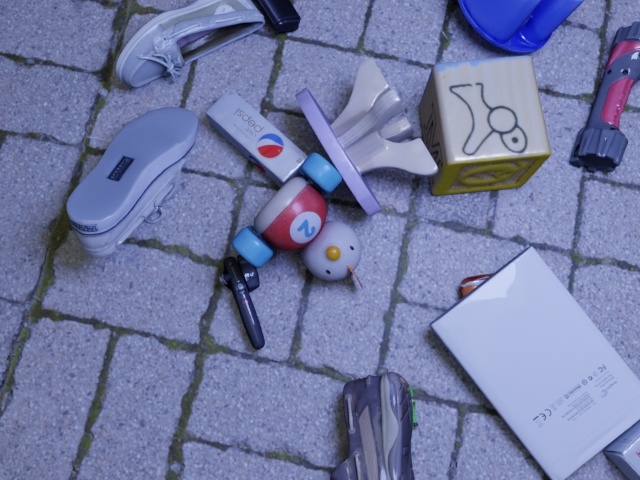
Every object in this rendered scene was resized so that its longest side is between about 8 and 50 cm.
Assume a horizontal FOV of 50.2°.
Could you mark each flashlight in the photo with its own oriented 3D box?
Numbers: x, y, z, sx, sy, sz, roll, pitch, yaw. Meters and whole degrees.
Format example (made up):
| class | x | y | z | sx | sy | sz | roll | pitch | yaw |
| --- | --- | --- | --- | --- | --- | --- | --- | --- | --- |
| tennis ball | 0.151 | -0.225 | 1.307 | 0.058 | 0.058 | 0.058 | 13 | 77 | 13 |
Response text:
| class | x | y | z | sx | sy | sz | roll | pitch | yaw |
| --- | --- | --- | --- | --- | --- | --- | --- | --- | --- |
| flashlight | 0.601 | -0.284 | 1.363 | 0.103 | 0.103 | 0.304 | 21 | 75 | 2 |

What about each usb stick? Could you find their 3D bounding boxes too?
| class | x | y | z | sx | sy | sz | roll | pitch | yaw |
| --- | --- | --- | --- | --- | --- | --- | --- | --- | --- |
| usb stick | -0.134 | -0.556 | 1.449 | 0.077 | 0.045 | 0.278 | -22 | 75 | -38 |

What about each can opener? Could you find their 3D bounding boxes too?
| class | x | y | z | sx | sy | sz | roll | pitch | yaw |
| --- | --- | --- | --- | --- | --- | --- | --- | --- | --- |
| can opener | -0.140 | 0.115 | 1.280 | 0.073 | 0.059 | 0.186 | -16 | 76 | -5 |

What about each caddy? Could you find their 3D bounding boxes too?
| class | x | y | z | sx | sy | sz | roll | pitch | yaw |
| --- | --- | --- | --- | --- | --- | --- | --- | --- | --- |
| caddy | 0.384 | -0.551 | 1.395 | 0.241 | 0.179 | 0.341 | -7 | 75 | -27 |

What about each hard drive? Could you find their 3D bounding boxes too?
| class | x | y | z | sx | sy | sz | roll | pitch | yaw |
| --- | --- | --- | --- | --- | --- | --- | --- | --- | --- |
| hard drive | 0.397 | 0.220 | 1.229 | 0.233 | 0.047 | 0.353 | -38 | 87 | -2 |

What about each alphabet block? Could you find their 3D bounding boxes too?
| class | x | y | z | sx | sy | sz | roll | pitch | yaw |
| --- | --- | --- | --- | --- | --- | --- | --- | --- | --- |
| alphabet block | 0.303 | -0.212 | 1.296 | 0.192 | 0.193 | 0.197 | -5 | 76 | 0 |

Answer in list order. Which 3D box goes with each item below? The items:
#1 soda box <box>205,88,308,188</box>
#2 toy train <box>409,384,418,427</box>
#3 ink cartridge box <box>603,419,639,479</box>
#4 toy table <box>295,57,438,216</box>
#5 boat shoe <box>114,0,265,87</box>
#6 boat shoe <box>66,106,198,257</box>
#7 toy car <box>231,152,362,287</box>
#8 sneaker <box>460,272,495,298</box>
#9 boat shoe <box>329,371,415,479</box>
| class | x | y | z | sx | sy | sz | roll | pitch | yaw |
| --- | --- | --- | --- | --- | --- | --- | --- | --- | --- |
| soda box | -0.123 | -0.197 | 1.354 | 0.216 | 0.069 | 0.074 | 42 | 80 | 10 |
| toy train | 0.164 | 0.306 | 1.255 | 0.024 | 0.017 | 0.083 | -3 | 76 | -12 |
| ink cartridge box | 0.635 | 0.363 | 1.206 | 0.208 | 0.087 | 0.153 | -39 | 79 | -10 |
| toy table | 0.088 | -0.201 | 1.280 | 0.161 | 0.252 | 0.274 | -31 | 90 | 9 |
| boat shoe | -0.265 | -0.403 | 1.384 | 0.320 | 0.118 | 0.103 | -36 | 78 | -17 |
| boat shoe | -0.339 | -0.102 | 1.301 | 0.136 | 0.156 | 0.367 | 15 | 47 | 8 |
| toy car | 0.000 | 0.000 | 1.249 | 0.238 | 0.210 | 0.219 | 42 | 91 | -4 |
| sneaker | 0.352 | 0.091 | 1.297 | 0.175 | 0.064 | 0.067 | -10 | 98 | 1 |
| boat shoe | 0.092 | 0.410 | 1.187 | 0.130 | 0.132 | 0.355 | -5 | 71 | 20 |
